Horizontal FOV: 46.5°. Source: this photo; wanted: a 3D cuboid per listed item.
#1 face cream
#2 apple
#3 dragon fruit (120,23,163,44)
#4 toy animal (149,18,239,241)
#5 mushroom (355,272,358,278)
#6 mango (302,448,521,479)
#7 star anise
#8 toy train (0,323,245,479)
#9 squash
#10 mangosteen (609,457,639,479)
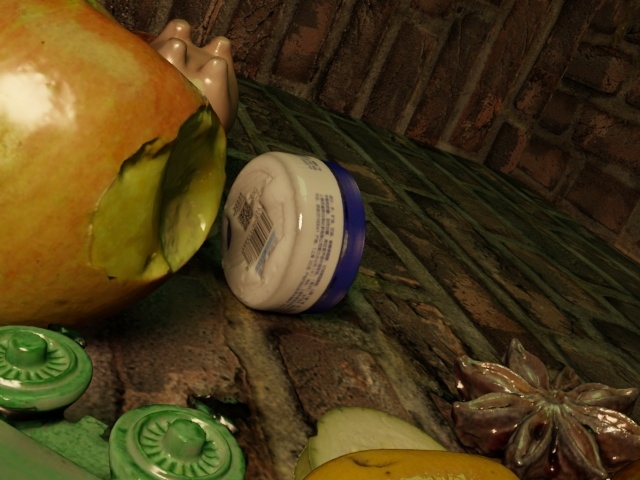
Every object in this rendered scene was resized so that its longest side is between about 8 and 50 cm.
[{"bbox_3d":[-0.045,-0.009,0.959,0.111,0.205,0.206,7,24,-33],"label":"face cream"},{"bbox_3d":[-0.263,-0.075,0.685,0.340,0.339,0.339,22,18,-7],"label":"apple"},{"bbox_3d":[-0.310,-0.248,1.292,0.315,0.250,0.250,39,19,3],"label":"dragon fruit"},{"bbox_3d":[-0.220,-0.157,1.045,0.237,0.269,0.326,19,28,-6],"label":"toy animal"},{"bbox_3d":[-0.002,-0.001,1.175,0.109,0.097,0.351,21,15,-12],"label":"mushroom"},{"bbox_3d":[0.062,0.213,0.536,0.098,0.195,0.137,98,-28,-72],"label":"mango"},{"bbox_3d":[0.262,0.218,0.866,0.236,0.108,0.223,-11,27,-33],"label":"star anise"},{"bbox_3d":[-0.168,0.159,0.424,0.266,0.145,0.202,26,21,9],"label":"toy train"},{"bbox_3d":[0.078,0.242,0.679,0.219,0.041,0.219,24,21,-10],"label":"squash"},{"bbox_3d":[0.200,0.238,0.400,0.275,0.302,0.275,19,4,-1],"label":"mangosteen"}]
